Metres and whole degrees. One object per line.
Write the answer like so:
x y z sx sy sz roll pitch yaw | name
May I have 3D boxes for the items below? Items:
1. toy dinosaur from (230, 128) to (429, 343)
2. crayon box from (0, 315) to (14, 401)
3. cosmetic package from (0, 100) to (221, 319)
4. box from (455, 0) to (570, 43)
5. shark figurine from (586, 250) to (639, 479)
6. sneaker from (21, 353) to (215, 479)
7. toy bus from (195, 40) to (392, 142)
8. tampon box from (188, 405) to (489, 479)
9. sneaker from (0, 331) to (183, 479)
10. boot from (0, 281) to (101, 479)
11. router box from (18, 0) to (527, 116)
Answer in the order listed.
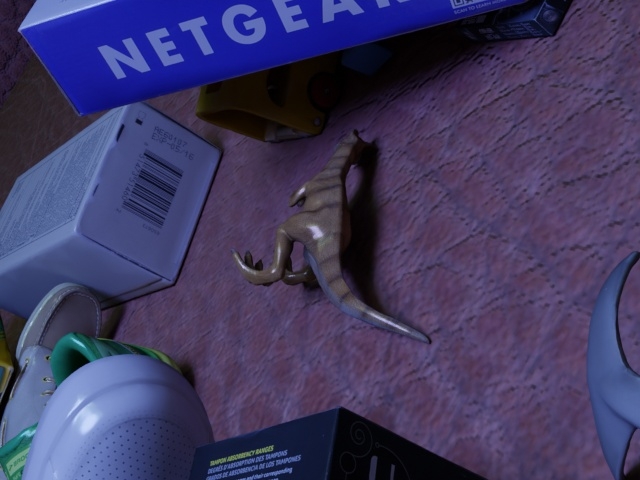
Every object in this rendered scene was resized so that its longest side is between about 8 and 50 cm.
0.000 0.000 0.602 0.112 0.064 0.211 -39 34 31 | toy dinosaur
-0.438 0.245 0.950 0.313 0.106 0.362 21 90 66 | crayon box
-0.248 -0.017 0.964 0.309 0.113 0.160 -18 48 51 | cosmetic package
0.132 -0.163 0.596 0.067 0.018 0.083 -62 28 -7 | box
0.179 0.057 0.234 0.278 0.116 0.166 -22 11 38 | shark figurine
-0.076 0.213 0.417 0.169 0.108 0.292 -144 56 -58 | sneaker
-0.040 -0.183 0.774 0.191 0.104 0.202 -53 37 30 | toy bus
0.005 0.169 0.368 0.101 0.120 0.161 -26 42 44 | tampon box
-0.169 0.187 0.626 0.109 0.124 0.295 -43 32 28 | sneaker
-0.228 0.141 0.817 0.165 0.077 0.213 -5 64 57 | boot
-0.020 -0.249 0.682 0.336 0.082 0.301 -10 44 22 | router box
